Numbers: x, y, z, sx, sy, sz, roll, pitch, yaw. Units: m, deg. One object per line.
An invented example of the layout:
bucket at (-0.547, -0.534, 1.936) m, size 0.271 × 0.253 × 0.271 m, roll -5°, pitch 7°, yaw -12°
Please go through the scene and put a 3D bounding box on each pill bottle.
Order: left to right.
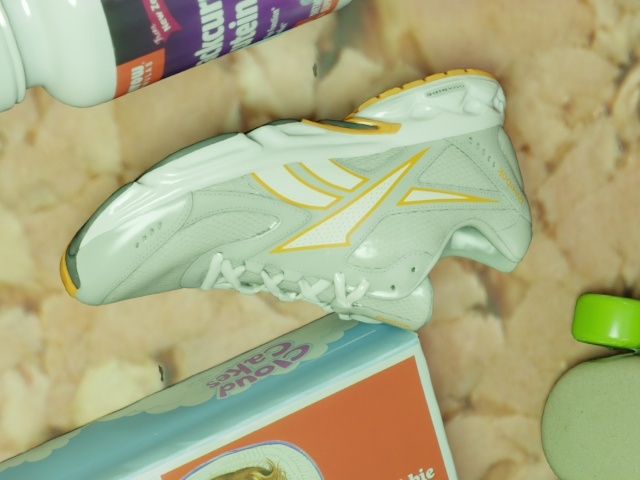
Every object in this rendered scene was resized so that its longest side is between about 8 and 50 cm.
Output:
pill bottle at (-0.087, -0.124, 0.738) m, size 0.194 × 0.108 × 0.108 m, roll -24°, pitch 111°, yaw -19°

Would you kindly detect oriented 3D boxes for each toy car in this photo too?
toy car at (0.242, 0.125, 0.993) m, size 0.188 × 0.149 × 0.155 m, roll 13°, pitch 86°, yaw -39°

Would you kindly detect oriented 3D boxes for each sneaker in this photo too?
sneaker at (0.000, 0.000, 0.840) m, size 0.262 × 0.099 × 0.121 m, roll -19°, pitch 82°, yaw -20°

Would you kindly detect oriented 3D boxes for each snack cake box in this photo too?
snack cake box at (-0.058, 0.158, 0.876) m, size 0.264 × 0.089 × 0.152 m, roll -23°, pitch 109°, yaw -20°

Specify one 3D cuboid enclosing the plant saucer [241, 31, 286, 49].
plant saucer at (-0.079, -0.248, 0.798) m, size 0.318 × 0.044 × 0.317 m, roll -6°, pitch 104°, yaw -25°
